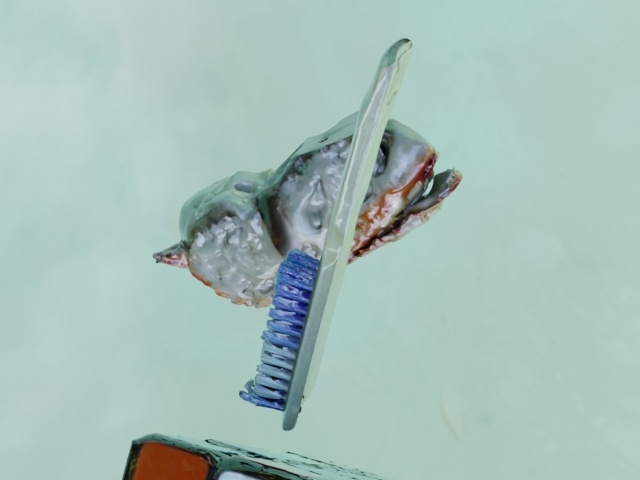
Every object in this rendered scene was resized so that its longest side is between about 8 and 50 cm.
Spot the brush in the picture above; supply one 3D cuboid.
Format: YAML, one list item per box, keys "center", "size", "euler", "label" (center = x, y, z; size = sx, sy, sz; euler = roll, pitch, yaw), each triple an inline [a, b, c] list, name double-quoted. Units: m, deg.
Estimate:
- center: [0.001, 0.000, 0.463]
  size: [0.030, 0.033, 0.178]
  euler: [25, 124, 15]
  label: "brush"

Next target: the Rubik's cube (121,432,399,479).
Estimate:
- center: [0.009, 0.172, 0.456]
  size: [0.151, 0.154, 0.155]
  euler: [26, 77, -59]
  label: "Rubik's cube"

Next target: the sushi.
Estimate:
- center: [-0.015, -0.032, 1.108]
  size: [0.332, 0.124, 0.130]
  euler: [-28, 98, 32]
  label: "sushi"
